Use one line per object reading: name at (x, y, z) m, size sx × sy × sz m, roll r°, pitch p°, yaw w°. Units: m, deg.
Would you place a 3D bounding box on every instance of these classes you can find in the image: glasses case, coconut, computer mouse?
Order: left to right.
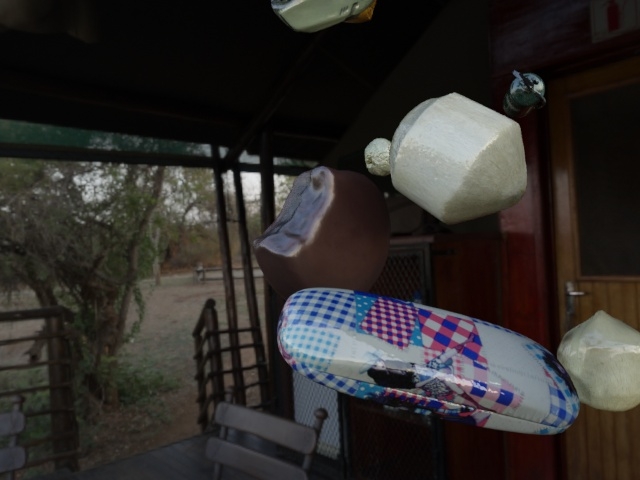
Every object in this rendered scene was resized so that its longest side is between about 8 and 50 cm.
computer mouse at (0.033, -0.676, 1.318) m, size 0.146 × 0.228 × 0.429 m, roll -1°, pitch 29°, yaw 45°
glasses case at (0.115, 0.124, 0.547) m, size 0.328 × 0.076 × 0.125 m, roll 15°, pitch 27°, yaw -7°
coconut at (0.277, -0.150, 1.014) m, size 0.266 × 0.237 × 0.237 m, roll 34°, pitch 18°, yaw 27°
coconut at (0.650, 0.271, 1.176) m, size 0.224 × 0.224 × 0.224 m, roll -3°, pitch -1°, yaw 0°

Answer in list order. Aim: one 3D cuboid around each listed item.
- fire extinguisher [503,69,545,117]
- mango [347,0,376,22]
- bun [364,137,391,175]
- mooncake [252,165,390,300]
fire extinguisher at (0.562, -0.402, 1.407) m, size 0.093 × 0.118 × 0.294 m, roll -48°, pitch -8°, yaw 14°
mango at (0.042, -0.847, 1.691) m, size 0.187 × 0.359 × 0.144 m, roll -37°, pitch -13°, yaw 12°
bun at (0.176, -0.248, 1.545) m, size 0.069 × 0.115 × 0.115 m, roll -20°, pitch 9°, yaw -35°
mooncake at (0.000, 0.000, 1.152) m, size 0.334 × 0.325 × 0.174 m, roll 3°, pitch 0°, yaw -38°
